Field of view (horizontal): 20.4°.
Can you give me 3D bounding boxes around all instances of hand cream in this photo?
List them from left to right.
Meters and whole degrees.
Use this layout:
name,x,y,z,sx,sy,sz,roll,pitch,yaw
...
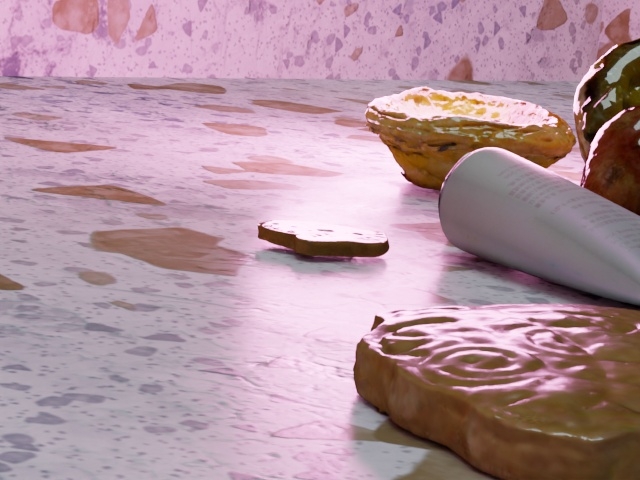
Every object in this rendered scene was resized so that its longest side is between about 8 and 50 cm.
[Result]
name,x,y,z,sx,sy,sz,roll,pitch,yaw
hand cream,0.276,0.006,1.820,0.185,0.118,0.358,2,17,-43

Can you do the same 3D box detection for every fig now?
name,x,y,z,sx,sy,sz,roll,pitch,yaw
fig,0.380,-0.049,1.977,0.205,0.205,0.205,6,10,-1

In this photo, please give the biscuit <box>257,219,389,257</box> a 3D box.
name,x,y,z,sx,sy,sz,roll,pitch,yaw
biscuit,0.000,0.002,1.873,0.140,0.023,0.118,9,11,14

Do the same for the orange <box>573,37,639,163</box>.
name,x,y,z,sx,sy,sz,roll,pitch,yaw
orange,0.489,-0.125,2.210,0.368,0.271,0.210,7,-20,1

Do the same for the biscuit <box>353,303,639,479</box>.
name,x,y,z,sx,sy,sz,roll,pitch,yaw
biscuit,0.212,0.102,1.342,0.365,0.062,0.385,1,11,-19

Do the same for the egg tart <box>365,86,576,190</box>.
name,x,y,z,sx,sy,sz,roll,pitch,yaw
egg tart,0.201,-0.128,2.424,0.294,0.123,0.294,5,14,-1
